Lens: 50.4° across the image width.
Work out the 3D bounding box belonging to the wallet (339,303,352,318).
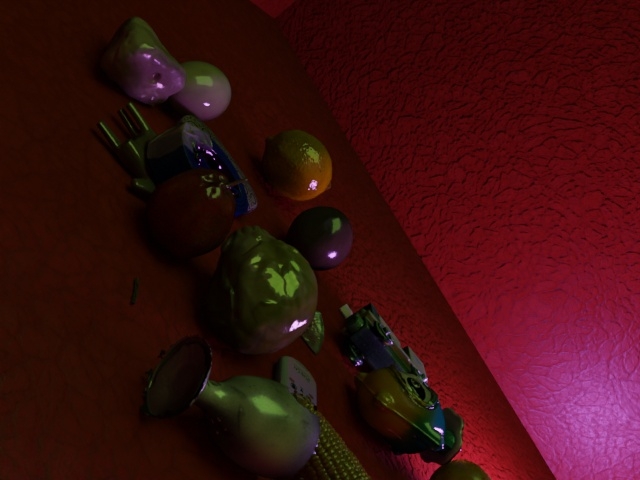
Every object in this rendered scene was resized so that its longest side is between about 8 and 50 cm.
[{"bbox_3d":[0.089,0.248,2.379,0.044,0.011,0.083,56,19,5],"label":"wallet"}]

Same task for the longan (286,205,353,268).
[{"bbox_3d":[0.000,0.000,2.285,0.246,0.246,0.215,37,12,-43],"label":"longan"}]

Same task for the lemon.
[{"bbox_3d":[-0.087,-0.274,2.483,0.267,0.267,0.267,47,20,-23],"label":"lemon"}]

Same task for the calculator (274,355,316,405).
[{"bbox_3d":[-0.063,0.395,1.700,0.141,0.045,0.246,47,21,-23],"label":"calculator"}]

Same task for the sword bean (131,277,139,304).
[{"bbox_3d":[-0.392,0.108,1.439,0.012,0.012,0.083,43,21,-32],"label":"sword bean"}]

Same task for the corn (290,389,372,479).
[{"bbox_3d":[0.019,0.523,1.533,0.387,0.144,0.144,54,18,-3],"label":"corn"}]

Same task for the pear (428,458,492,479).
[{"bbox_3d":[0.420,0.757,2.018,0.209,0.209,0.209,47,20,-23],"label":"pear"}]

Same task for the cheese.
[{"bbox_3d":[-0.533,-0.530,1.934,0.251,0.174,0.248,58,10,5],"label":"cheese"}]

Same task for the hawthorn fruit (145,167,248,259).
[{"bbox_3d":[-0.288,-0.082,1.624,0.210,0.262,0.210,42,21,-20],"label":"hawthorn fruit"}]

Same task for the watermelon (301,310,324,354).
[{"bbox_3d":[-0.038,0.248,2.016,0.094,0.081,0.180,-18,66,-44],"label":"watermelon"}]

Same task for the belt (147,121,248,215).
[{"bbox_3d":[-0.320,-0.173,1.833,0.347,0.117,0.212,45,29,-57],"label":"belt"}]

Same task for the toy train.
[{"bbox_3d":[0.215,0.380,2.252,0.397,0.160,0.253,51,12,-14],"label":"toy train"}]

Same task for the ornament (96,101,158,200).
[{"bbox_3d":[-0.466,-0.218,1.739,0.245,0.061,0.230,56,18,-15],"label":"ornament"}]

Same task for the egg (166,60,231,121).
[{"bbox_3d":[-0.394,-0.475,2.160,0.188,0.188,0.254,59,24,12],"label":"egg"}]

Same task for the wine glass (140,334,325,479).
[{"bbox_3d":[-0.162,0.338,1.342,0.357,0.190,0.190,38,25,-35],"label":"wine glass"}]

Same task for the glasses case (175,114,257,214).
[{"bbox_3d":[-0.317,-0.232,2.089,0.354,0.085,0.137,54,19,-2],"label":"glasses case"}]

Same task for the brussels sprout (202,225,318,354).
[{"bbox_3d":[-0.141,0.131,1.664,0.274,0.242,0.316,24,51,-25],"label":"brussels sprout"}]

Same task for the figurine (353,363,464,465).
[{"bbox_3d":[0.249,0.515,2.020,0.340,0.231,0.323,38,-1,-22],"label":"figurine"}]
